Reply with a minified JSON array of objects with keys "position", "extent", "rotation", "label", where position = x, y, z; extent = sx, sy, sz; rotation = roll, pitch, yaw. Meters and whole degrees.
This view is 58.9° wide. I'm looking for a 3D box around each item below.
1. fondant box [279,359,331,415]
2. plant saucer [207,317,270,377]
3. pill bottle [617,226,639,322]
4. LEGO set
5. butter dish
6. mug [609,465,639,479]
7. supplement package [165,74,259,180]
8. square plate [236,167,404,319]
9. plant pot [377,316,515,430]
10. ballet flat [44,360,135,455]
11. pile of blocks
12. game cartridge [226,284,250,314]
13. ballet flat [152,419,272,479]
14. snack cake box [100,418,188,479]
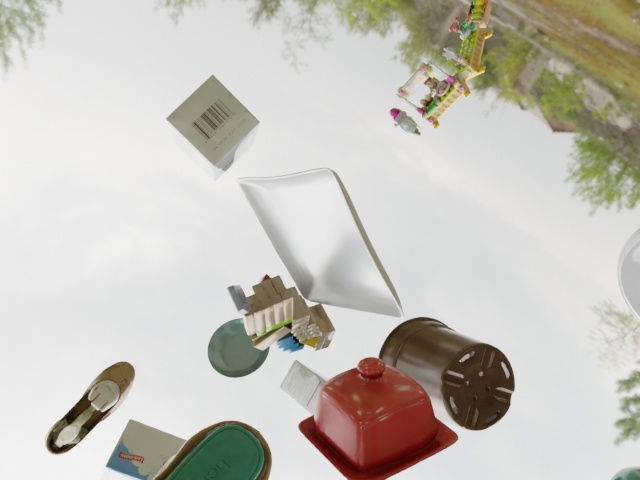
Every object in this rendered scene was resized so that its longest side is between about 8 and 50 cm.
[{"position":[0.068,0.440,1.459],"extent":[0.238,0.096,0.330],"rotation":[35,171,-26],"label":"fondant box"},{"position":[-0.247,0.333,1.736],"extent":[0.195,0.037,0.195],"rotation":[-3,-122,5],"label":"plant saucer"},{"position":[0.462,-0.006,0.595],"extent":[0.283,0.161,0.161],"rotation":[-28,-123,-27],"label":"pill bottle"},{"position":[0.223,-0.331,1.050],"extent":[0.107,0.287,0.132],"rotation":[25,-165,-27],"label":"LEGO set"},{"position":[0.067,0.203,0.711],"extent":[0.160,0.118,0.160],"rotation":[-14,-162,-28],"label":"butter dish"},{"position":[0.346,0.277,0.529],"extent":[0.129,0.097,0.158],"rotation":[27,170,-37],"label":"mug"},{"position":[-0.177,-0.179,0.943],"extent":[0.105,0.105,0.179],"rotation":[44,173,-6],"label":"supplement package"},{"position":[0.000,0.000,1.187],"extent":[0.049,0.347,0.344],"rotation":[-40,-66,-29],"label":"square plate"},{"position":[0.196,0.210,0.876],"extent":[0.167,0.167,0.165],"rotation":[23,171,-18],"label":"plant pot"},{"position":[-0.419,0.312,1.037],"extent":[0.073,0.206,0.067],"rotation":[41,169,-11],"label":"ballet flat"},{"position":[-0.088,0.169,1.293],"extent":[0.112,0.149,0.362],"rotation":[60,-173,32],"label":"pile of blocks"},{"position":[-0.147,0.108,1.034],"extent":[0.056,0.017,0.083],"rotation":[61,180,5],"label":"game cartridge"},{"position":[-0.118,0.205,0.338],"extent":[0.080,0.073,0.232],"rotation":[43,-129,17],"label":"ballet flat"},{"position":[-0.306,0.429,1.010],"extent":[0.152,0.264,0.089],"rotation":[25,-134,-6],"label":"snack cake box"}]
